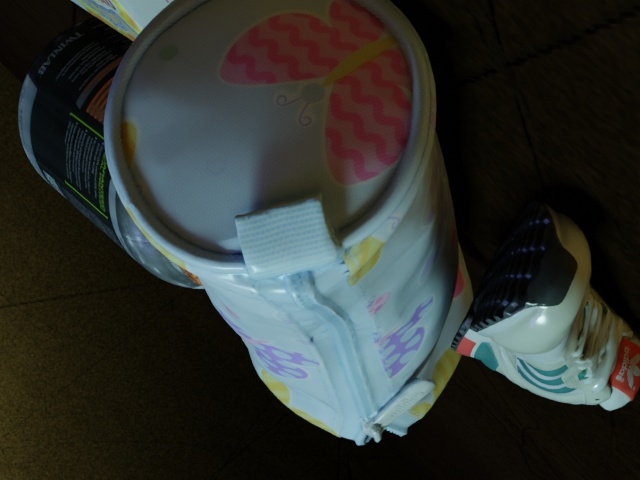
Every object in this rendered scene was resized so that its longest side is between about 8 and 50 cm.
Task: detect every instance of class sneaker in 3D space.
[{"bbox_3d":[0.100,0.032,0.543,0.075,0.057,0.161,26,170,4],"label":"sneaker"}]

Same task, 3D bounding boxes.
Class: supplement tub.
[{"bbox_3d":[-0.081,-0.047,0.760,0.190,0.117,0.117,36,170,48],"label":"supplement tub"}]

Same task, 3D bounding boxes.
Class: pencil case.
[{"bbox_3d":[0.000,0.000,0.560,0.113,0.124,0.273,2,160,10],"label":"pencil case"}]

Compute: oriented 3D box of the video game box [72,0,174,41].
[{"bbox_3d":[-0.153,-0.185,0.644,0.205,0.048,0.187,36,172,45],"label":"video game box"}]
